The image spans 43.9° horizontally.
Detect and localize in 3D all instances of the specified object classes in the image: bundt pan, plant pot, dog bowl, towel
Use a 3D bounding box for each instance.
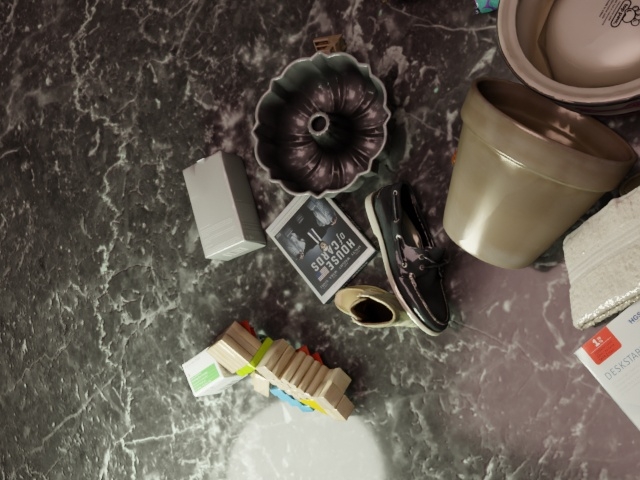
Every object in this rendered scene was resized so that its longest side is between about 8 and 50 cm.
[{"bbox_3d":[0.019,-0.245,1.766,0.331,0.124,0.330,-4,81,23],"label":"bundt pan"},{"bbox_3d":[0.375,-0.111,1.495,0.323,0.323,0.280,38,122,26],"label":"plant pot"},{"bbox_3d":[0.540,-0.408,1.451,0.408,0.150,0.407,-11,69,29],"label":"dog bowl"},{"bbox_3d":[0.519,0.032,1.404,0.282,0.049,0.187,124,152,-60],"label":"towel"}]

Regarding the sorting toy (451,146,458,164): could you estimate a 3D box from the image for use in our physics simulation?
[{"bbox_3d":[0.297,-0.147,1.654,0.042,0.061,0.101,-30,44,38],"label":"sorting toy"}]

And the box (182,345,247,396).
[{"bbox_3d":[-0.251,0.309,1.899,0.101,0.102,0.087,-35,69,24],"label":"box"}]

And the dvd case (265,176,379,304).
[{"bbox_3d":[0.000,0.000,1.824,0.179,0.030,0.238,-47,65,18],"label":"dvd case"}]

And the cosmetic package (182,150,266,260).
[{"bbox_3d":[-0.233,-0.083,1.921,0.127,0.107,0.237,-21,74,26],"label":"cosmetic package"}]

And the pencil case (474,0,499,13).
[{"bbox_3d":[0.385,-0.518,1.625,0.152,0.070,0.064,-15,74,26],"label":"pencil case"}]

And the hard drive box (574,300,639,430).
[{"bbox_3d":[0.603,0.231,1.408,0.232,0.089,0.181,53,131,23],"label":"hard drive box"}]

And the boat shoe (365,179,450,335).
[{"bbox_3d":[0.205,0.026,1.654,0.113,0.127,0.340,-35,61,35],"label":"boat shoe"}]

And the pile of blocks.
[{"bbox_3d":[-0.078,0.288,1.811,0.362,0.149,0.112,27,55,11],"label":"pile of blocks"}]

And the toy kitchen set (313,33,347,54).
[{"bbox_3d":[0.016,-0.422,1.828,0.075,0.083,0.068,-1,127,29],"label":"toy kitchen set"}]

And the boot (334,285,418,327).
[{"bbox_3d":[0.096,0.139,1.682,0.213,0.165,0.077,12,92,31],"label":"boot"}]

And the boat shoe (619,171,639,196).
[{"bbox_3d":[0.696,-0.107,1.403,0.302,0.113,0.103,-22,115,35],"label":"boat shoe"}]
